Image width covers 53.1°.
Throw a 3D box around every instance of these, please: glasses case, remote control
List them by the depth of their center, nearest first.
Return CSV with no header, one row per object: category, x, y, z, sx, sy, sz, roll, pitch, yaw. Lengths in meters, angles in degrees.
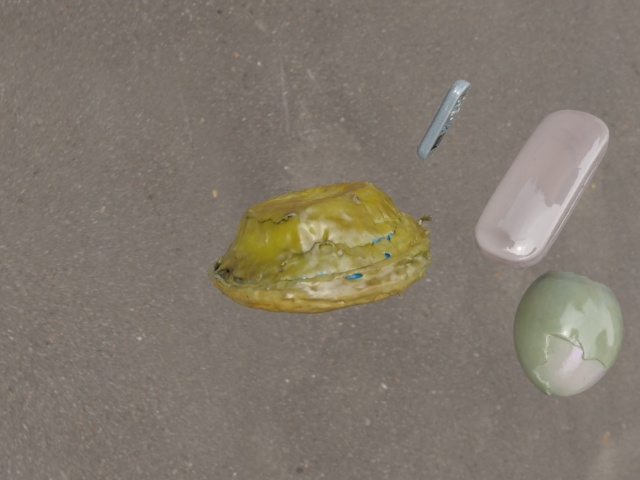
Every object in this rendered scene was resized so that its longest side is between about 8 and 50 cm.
glasses case,0.349,-0.086,1.006,0.296,0.113,0.075,-54,146,-15
remote control,0.327,-0.322,1.721,0.047,0.244,0.087,34,34,12

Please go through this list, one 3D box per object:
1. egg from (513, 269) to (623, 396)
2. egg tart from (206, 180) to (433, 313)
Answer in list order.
egg,0.431,0.170,1.131,0.183,0.183,0.217,27,78,-27
egg tart,0.000,0.000,1.053,0.388,0.388,0.168,-16,104,-31
